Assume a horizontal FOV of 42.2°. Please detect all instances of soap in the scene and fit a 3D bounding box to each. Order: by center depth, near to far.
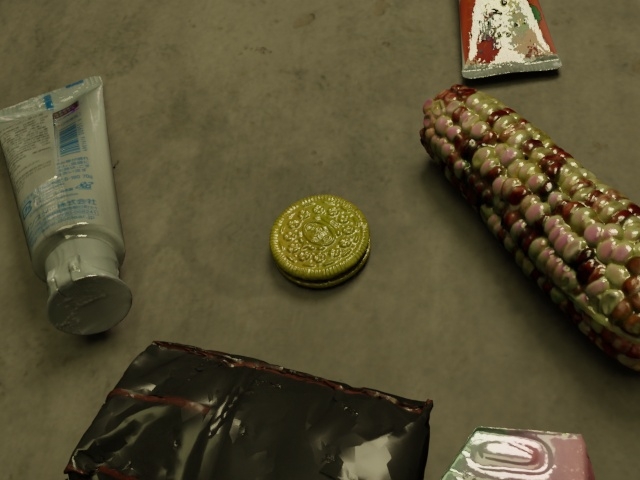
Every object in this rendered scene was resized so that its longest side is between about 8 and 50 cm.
[{"bbox_3d":[0.116,0.183,0.507,0.100,0.056,0.149,5,57,11],"label":"soap"}]

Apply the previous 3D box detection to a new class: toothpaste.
[{"bbox_3d":[-0.226,-0.047,0.735,0.113,0.073,0.299,-23,47,-4],"label":"toothpaste"},{"bbox_3d":[0.168,-0.251,0.807,0.089,0.057,0.234,-6,62,5],"label":"toothpaste"}]

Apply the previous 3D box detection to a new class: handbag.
[{"bbox_3d":[-0.032,0.163,0.452,0.169,0.215,0.155,9,40,14],"label":"handbag"}]

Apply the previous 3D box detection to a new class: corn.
[{"bbox_3d":[0.174,-0.020,0.622,0.092,0.092,0.280,-30,52,-10],"label":"corn"}]

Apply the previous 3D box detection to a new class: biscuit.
[{"bbox_3d":[0.000,0.000,0.677,0.083,0.023,0.084,-6,53,8],"label":"biscuit"}]
